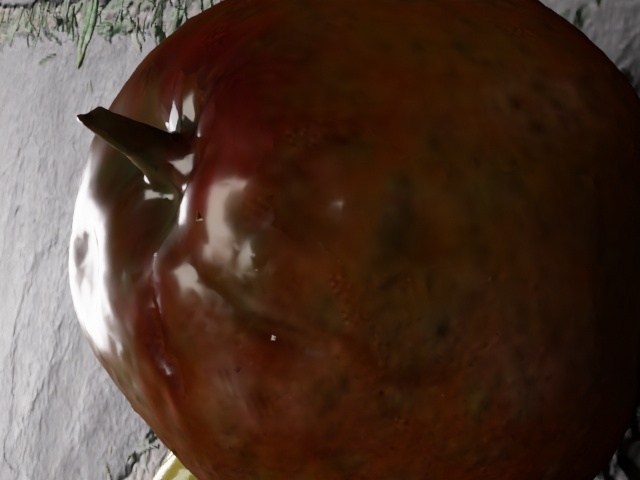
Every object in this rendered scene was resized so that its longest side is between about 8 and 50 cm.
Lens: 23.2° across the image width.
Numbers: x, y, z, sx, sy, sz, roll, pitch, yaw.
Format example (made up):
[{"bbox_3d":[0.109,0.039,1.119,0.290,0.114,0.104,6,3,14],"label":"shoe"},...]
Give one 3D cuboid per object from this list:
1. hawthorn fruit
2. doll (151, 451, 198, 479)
[{"bbox_3d":[0.000,0.000,0.707,0.277,0.298,0.277,-18,63,39],"label":"hawthorn fruit"},{"bbox_3d":[-0.093,0.223,0.980,0.117,0.086,0.291,51,127,48],"label":"doll"}]
